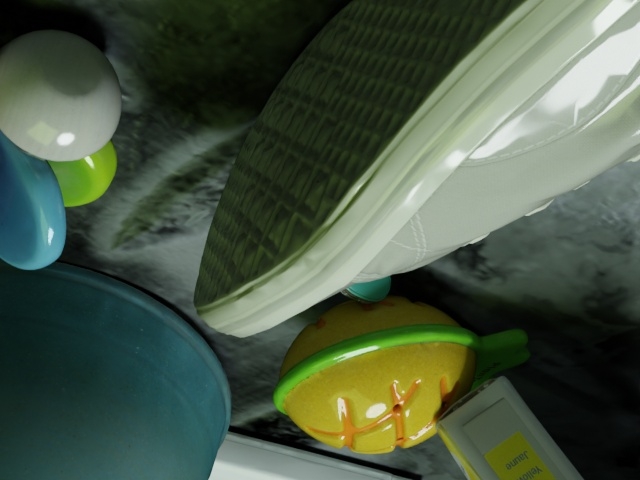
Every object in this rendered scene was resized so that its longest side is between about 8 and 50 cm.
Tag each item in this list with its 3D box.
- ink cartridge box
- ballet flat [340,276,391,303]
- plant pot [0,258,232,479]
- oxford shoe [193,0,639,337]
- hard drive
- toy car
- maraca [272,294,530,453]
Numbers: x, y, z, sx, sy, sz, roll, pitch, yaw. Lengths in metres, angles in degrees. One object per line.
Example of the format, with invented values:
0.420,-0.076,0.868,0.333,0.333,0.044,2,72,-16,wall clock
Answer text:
0.208,0.264,1.069,0.072,0.307,0.303,-33,153,-2,ink cartridge box
0.000,0.000,0.981,0.041,0.041,0.114,-15,140,35,ballet flat
-0.215,0.194,1.094,0.272,0.255,0.271,5,136,5,plant pot
0.077,-0.062,0.741,0.130,0.169,0.449,24,141,-24,oxford shoe
-0.089,0.215,1.338,0.307,0.040,0.203,16,148,-8,hard drive
-0.203,-0.045,0.866,0.182,0.136,0.159,23,146,-19,toy car
0.055,0.087,1.047,0.186,0.099,0.127,1,153,-35,maraca
